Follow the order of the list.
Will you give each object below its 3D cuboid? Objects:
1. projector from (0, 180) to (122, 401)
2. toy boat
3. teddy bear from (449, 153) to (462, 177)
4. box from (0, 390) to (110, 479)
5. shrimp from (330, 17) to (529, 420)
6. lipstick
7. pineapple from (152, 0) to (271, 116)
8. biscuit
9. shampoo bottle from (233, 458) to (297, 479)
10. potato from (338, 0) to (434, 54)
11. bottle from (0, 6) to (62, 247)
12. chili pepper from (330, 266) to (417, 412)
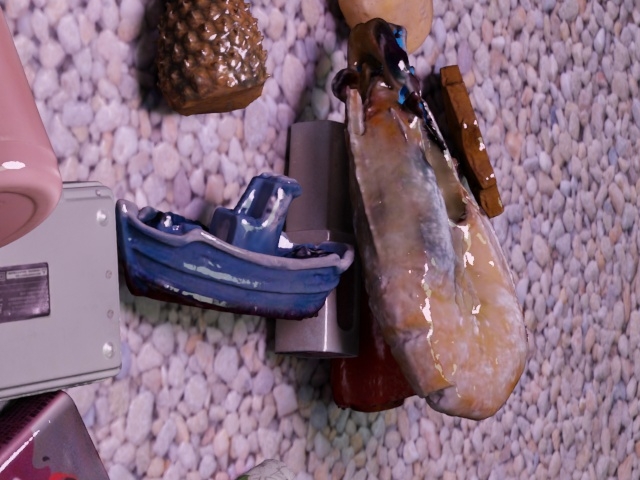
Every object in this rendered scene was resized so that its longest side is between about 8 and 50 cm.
[{"bbox_3d":[-0.286,0.044,1.706,0.257,0.099,0.192,-7,94,-53],"label":"projector"},{"bbox_3d":[-0.081,-0.002,1.942,0.309,0.129,0.142,10,96,-41],"label":"toy boat"},{"bbox_3d":[0.120,-0.017,2.226,0.129,0.182,0.251,-22,94,-10],"label":"teddy bear"},{"bbox_3d":[-0.287,0.241,1.730,0.224,0.069,0.120,-48,126,-42],"label":"box"},{"bbox_3d":[0.117,-0.026,2.064,0.221,0.110,0.445,-8,79,-47],"label":"shrimp"},{"bbox_3d":[0.000,0.000,2.098,0.079,0.077,0.252,15,74,-53],"label":"lipstick"},{"bbox_3d":[-0.119,-0.254,1.932,0.125,0.125,0.251,-7,85,-52],"label":"pineapple"},{"bbox_3d":[0.175,-0.108,2.276,0.215,0.034,0.182,-99,170,-67],"label":"biscuit"},{"bbox_3d":[-0.105,0.286,1.978,0.204,0.065,0.065,-27,111,-49],"label":"shampoo bottle"},{"bbox_3d":[0.071,-0.280,2.166,0.109,0.118,0.178,-31,136,-10],"label":"potato"},{"bbox_3d":[-0.340,-0.137,1.530,0.206,0.173,0.296,-13,72,-23],"label":"bottle"},{"bbox_3d":[0.068,0.061,2.138,0.144,0.136,0.252,101,-18,-90],"label":"chili pepper"}]
